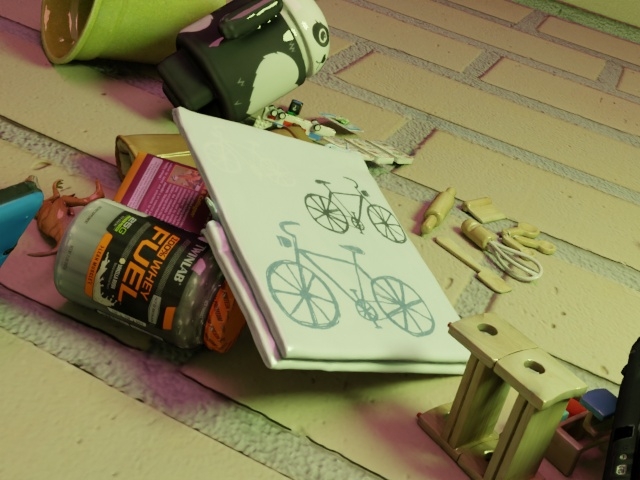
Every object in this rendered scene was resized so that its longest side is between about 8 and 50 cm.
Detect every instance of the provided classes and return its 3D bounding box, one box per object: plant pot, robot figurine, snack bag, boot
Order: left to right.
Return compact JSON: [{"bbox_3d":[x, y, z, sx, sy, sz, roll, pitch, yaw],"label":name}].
[{"bbox_3d":[-0.315,-0.414,1.567,0.254,0.276,0.276,9,27,-37],"label":"plant pot"},{"bbox_3d":[-0.113,-0.077,1.216,0.269,0.089,0.236,-7,33,-30],"label":"boot"},{"bbox_3d":[-0.116,-0.292,1.434,0.278,0.174,0.209,-33,24,-13],"label":"robot figurine"},{"bbox_3d":[0.000,0.000,0.991,0.323,0.037,0.342,8,45,-46],"label":"snack bag"}]

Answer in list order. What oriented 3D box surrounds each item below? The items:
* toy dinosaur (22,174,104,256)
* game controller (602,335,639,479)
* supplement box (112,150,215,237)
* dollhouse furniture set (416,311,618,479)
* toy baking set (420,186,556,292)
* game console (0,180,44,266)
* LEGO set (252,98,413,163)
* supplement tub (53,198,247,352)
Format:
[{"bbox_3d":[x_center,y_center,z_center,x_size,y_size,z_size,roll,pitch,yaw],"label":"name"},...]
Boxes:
[{"bbox_3d":[-0.300,-0.019,1.055,0.112,0.064,0.211,-20,31,-20],"label":"toy dinosaur"},{"bbox_3d":[0.298,0.219,0.796,0.067,0.166,0.319,-17,18,32],"label":"game controller"},{"bbox_3d":[-0.143,-0.018,1.053,0.188,0.081,0.104,18,57,4],"label":"supplement box"},{"bbox_3d":[0.216,0.151,0.909,0.183,0.129,0.129,-10,37,-37],"label":"dollhouse furniture set"},{"bbox_3d":[0.242,-0.010,1.314,0.196,0.030,0.256,24,30,16],"label":"toy baking set"},{"bbox_3d":[-0.447,0.008,0.815,0.173,0.250,0.293,49,36,6],"label":"game console"},{"bbox_3d":[0.010,-0.171,1.500,0.244,0.060,0.182,33,21,27],"label":"LEGO set"},{"bbox_3d":[-0.168,0.039,0.936,0.190,0.117,0.117,21,29,11],"label":"supplement tub"}]
